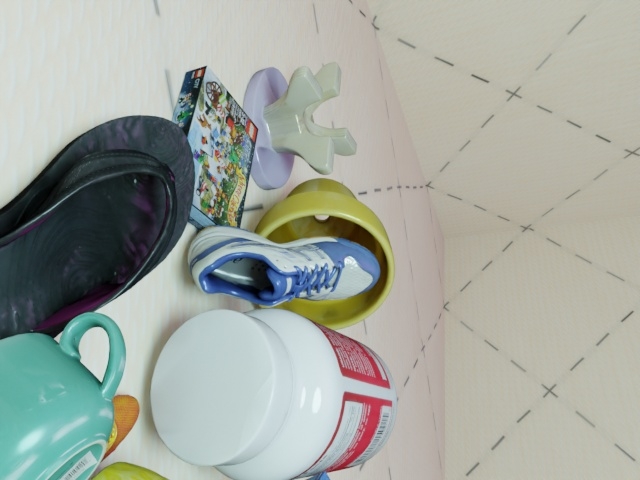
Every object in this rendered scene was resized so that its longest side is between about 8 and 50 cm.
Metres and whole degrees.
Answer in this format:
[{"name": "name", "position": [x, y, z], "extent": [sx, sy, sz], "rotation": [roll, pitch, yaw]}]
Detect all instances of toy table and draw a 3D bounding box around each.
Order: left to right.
[{"name": "toy table", "position": [-0.043, -0.240, 0.929], "extent": [0.252, 0.161, 0.274], "rotation": [25, 61, -63]}]

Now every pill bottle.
[{"name": "pill bottle", "position": [-0.044, 0.231, 0.697], "extent": [0.408, 0.229, 0.229], "rotation": [40, 47, -57]}]

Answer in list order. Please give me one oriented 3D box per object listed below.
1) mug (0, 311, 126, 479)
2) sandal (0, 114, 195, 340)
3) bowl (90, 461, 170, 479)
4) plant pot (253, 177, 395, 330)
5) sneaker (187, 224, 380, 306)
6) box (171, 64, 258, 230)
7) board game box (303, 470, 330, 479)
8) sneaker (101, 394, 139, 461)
[{"name": "mug", "position": [-0.218, 0.140, 0.348], "extent": [0.157, 0.097, 0.129], "rotation": [-57, 166, 9]}, {"name": "sandal", "position": [-0.232, 0.009, 0.447], "extent": [0.445, 0.107, 0.167], "rotation": [-60, 137, -48]}, {"name": "bowl", "position": [-0.142, 0.353, 0.382], "extent": [0.289, 0.156, 0.289], "rotation": [-170, -90, -89]}, {"name": "plant pot", "position": [0.000, 0.000, 0.879], "extent": [0.239, 0.254, 0.254], "rotation": [-89, 161, -59]}, {"name": "sneaker", "position": [-0.045, 0.057, 0.685], "extent": [0.131, 0.297, 0.111], "rotation": [-118, -145, -65]}, {"name": "box", "position": [-0.173, -0.134, 0.741], "extent": [0.159, 0.044, 0.233], "rotation": [47, 42, -53]}, {"name": "board game box", "position": [-0.086, 0.383, 0.598], "extent": [0.035, 0.201, 0.136], "rotation": [58, 24, 5]}, {"name": "sneaker", "position": [-0.238, 0.213, 0.461], "extent": [0.175, 0.067, 0.064], "rotation": [-36, 114, -66]}]
